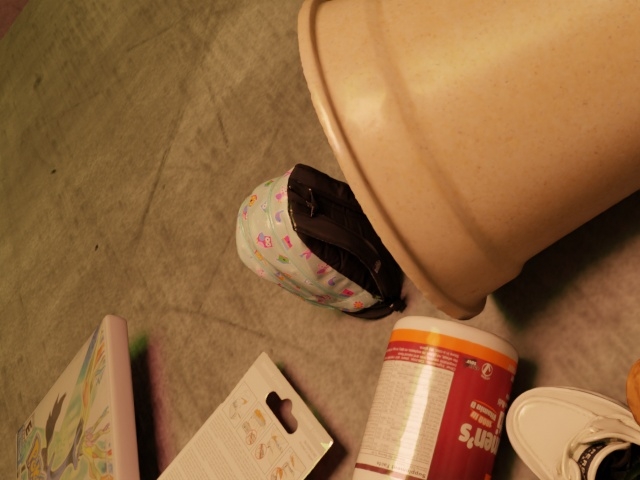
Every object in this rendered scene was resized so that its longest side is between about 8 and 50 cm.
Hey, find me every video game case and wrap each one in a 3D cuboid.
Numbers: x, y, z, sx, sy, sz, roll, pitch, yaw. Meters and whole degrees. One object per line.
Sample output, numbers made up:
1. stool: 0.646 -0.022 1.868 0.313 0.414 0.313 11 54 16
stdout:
1. video game case: -0.325 0.311 1.364 0.300 0.036 0.329 -49 38 31

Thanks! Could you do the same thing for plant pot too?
1. plant pot: 0.196 -0.141 0.928 0.305 0.334 0.334 -26 48 21

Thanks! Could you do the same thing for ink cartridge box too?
1. ink cartridge box: -0.084 0.269 1.163 0.232 0.066 0.189 -48 39 2

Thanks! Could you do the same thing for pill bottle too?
1. pill bottle: 0.098 0.189 0.948 0.121 0.121 0.221 0 69 48

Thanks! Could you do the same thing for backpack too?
1. backpack: 0.000 0.000 1.129 0.115 0.182 0.152 -30 48 33

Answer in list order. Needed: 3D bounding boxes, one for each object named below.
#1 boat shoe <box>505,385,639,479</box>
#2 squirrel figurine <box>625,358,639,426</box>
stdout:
1. boat shoe: 0.234 0.186 0.828 0.096 0.088 0.267 -57 38 5
2. squirrel figurine: 0.380 0.127 0.604 0.397 0.281 0.370 20 58 21
